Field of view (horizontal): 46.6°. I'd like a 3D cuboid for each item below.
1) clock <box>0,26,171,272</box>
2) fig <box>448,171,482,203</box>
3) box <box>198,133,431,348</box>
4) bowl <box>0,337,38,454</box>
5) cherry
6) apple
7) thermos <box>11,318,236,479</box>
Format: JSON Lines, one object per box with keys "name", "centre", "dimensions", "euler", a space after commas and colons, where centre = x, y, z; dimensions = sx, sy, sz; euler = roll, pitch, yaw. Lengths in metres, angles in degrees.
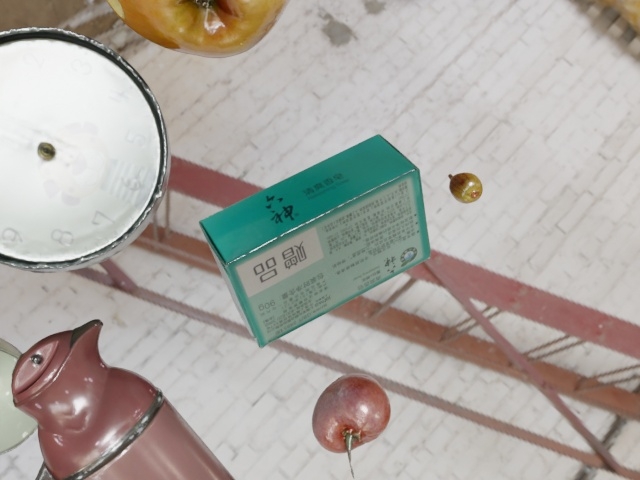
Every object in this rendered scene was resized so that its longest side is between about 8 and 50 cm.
{"name": "clock", "centre": [-0.341, -0.113, 0.931], "dimensions": [0.312, 0.312, 0.061], "euler": [-46, -170, -11]}
{"name": "fig", "centre": [0.224, -0.089, 1.186], "dimensions": [0.050, 0.050, 0.083], "euler": [-48, -149, 6]}
{"name": "box", "centre": [0.000, 0.000, 0.877], "dimensions": [0.245, 0.092, 0.153], "euler": [-27, 134, -13]}
{"name": "bowl", "centre": [-0.746, 0.293, 1.551], "dimensions": [0.337, 0.337, 0.157], "euler": [-49, -146, 16]}
{"name": "cherry", "centre": [0.036, 0.218, 0.948], "dimensions": [0.106, 0.087, 0.126], "euler": [-39, -165, -1]}
{"name": "apple", "centre": [-0.140, -0.332, 0.813], "dimensions": [0.242, 0.241, 0.242], "euler": [-14, 157, -6]}
{"name": "thermos", "centre": [-0.147, 0.221, 0.639], "dimensions": [0.136, 0.330, 0.109], "euler": [-31, -166, 25]}
